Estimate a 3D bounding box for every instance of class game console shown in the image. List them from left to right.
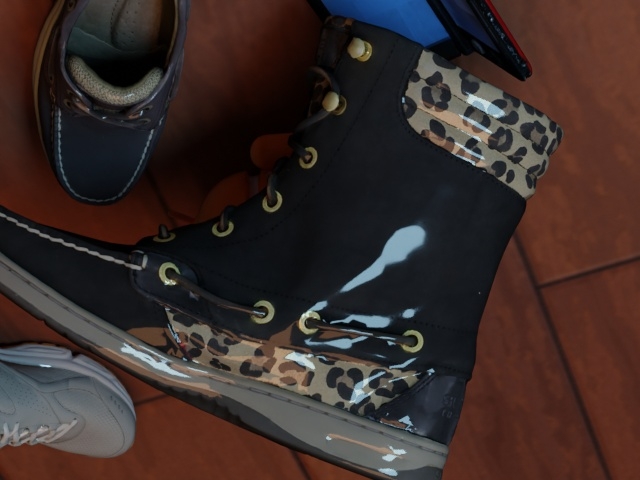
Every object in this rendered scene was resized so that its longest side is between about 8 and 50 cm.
[{"bbox_3d":[0.062,-0.157,1.379,0.085,0.124,0.144,-42,127,-4],"label":"game console"}]

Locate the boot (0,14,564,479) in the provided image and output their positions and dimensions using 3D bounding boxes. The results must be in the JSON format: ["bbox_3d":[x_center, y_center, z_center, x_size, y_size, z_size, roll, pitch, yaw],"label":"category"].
[{"bbox_3d":[-0.038,-0.021,1.354,0.377,0.138,0.284,25,86,4],"label":"boot"}]

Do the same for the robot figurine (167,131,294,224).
[{"bbox_3d":[0.000,0.002,1.483,0.219,0.128,0.158,-9,156,3],"label":"robot figurine"}]

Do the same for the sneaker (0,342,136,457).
[{"bbox_3d":[-0.262,0.140,1.585,0.262,0.121,0.099,26,125,-31],"label":"sneaker"}]

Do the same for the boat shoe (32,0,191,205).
[{"bbox_3d":[-0.146,-0.127,1.379,0.102,0.092,0.285,10,130,-12],"label":"boat shoe"}]
